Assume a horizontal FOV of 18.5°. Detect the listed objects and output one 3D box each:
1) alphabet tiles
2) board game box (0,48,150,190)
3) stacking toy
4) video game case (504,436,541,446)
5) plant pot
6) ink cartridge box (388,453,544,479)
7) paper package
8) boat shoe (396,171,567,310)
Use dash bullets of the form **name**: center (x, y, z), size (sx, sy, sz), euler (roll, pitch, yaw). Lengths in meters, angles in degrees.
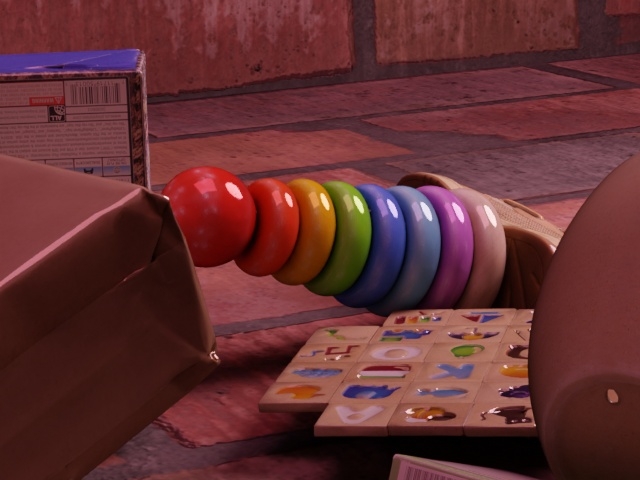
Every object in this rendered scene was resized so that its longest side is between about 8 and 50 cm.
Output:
- **alphabet tiles**: center (0.113, 0.103, 1.607), size (0.285, 0.011, 0.342), euler (-1, 12, 13)
- **board game box**: center (-0.261, -0.011, 1.706), size (0.232, 0.291, 0.141), euler (-2, 12, -3)
- **stacking toy**: center (0.000, 0.000, 1.786), size (0.330, 0.141, 0.141), euler (9, 7, -29)
- **video game case**: center (0.235, 0.119, 1.629), size (0.210, 0.042, 0.232), euler (11, 18, 43)
- **plant pot**: center (0.248, 0.098, 1.290), size (0.284, 0.284, 0.191), euler (7, 31, 34)
- **ink cartridge box**: center (0.172, 0.181, 1.184), size (0.171, 0.056, 0.235), euler (10, -2, 41)
- **paper package**: center (-0.295, 0.078, 1.417), size (0.325, 0.168, 0.309), euler (14, 43, 45)
- **boat shoe**: center (0.173, 0.020, 1.928), size (0.110, 0.122, 0.341), euler (9, 13, -30)
